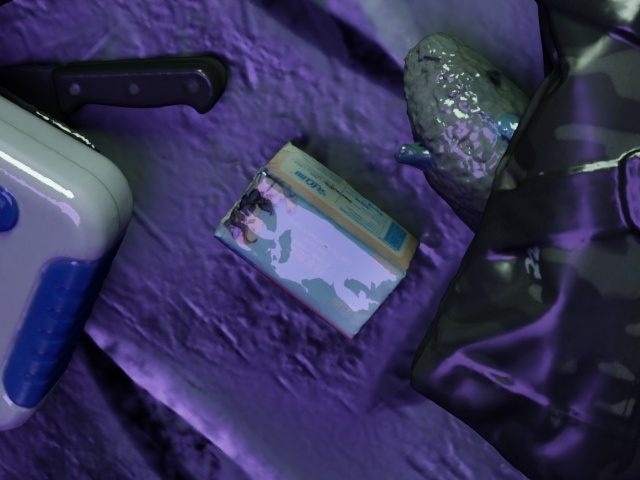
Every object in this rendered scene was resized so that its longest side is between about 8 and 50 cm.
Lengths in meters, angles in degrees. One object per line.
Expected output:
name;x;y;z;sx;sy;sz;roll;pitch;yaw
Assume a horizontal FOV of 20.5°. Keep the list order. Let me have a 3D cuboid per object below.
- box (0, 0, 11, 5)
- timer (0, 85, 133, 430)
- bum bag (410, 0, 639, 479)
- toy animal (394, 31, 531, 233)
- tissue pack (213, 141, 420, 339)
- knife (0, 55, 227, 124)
box;-0.203;-0.217;0.889;0.201;0.090;0.144;37;115;-2
timer;-0.234;-0.024;0.969;0.253;0.078;0.178;31;124;3
bum bag;0.141;-0.054;0.806;0.144;0.095;0.340;14;90;-13
toy animal;0.123;0.002;0.896;0.070;0.079;0.253;-35;99;27
tissue pack;0.000;0.000;0.931;0.094;0.074;0.059;38;107;-1
knife;-0.165;-0.065;0.980;0.245;0.019;0.072;-2;114;17
